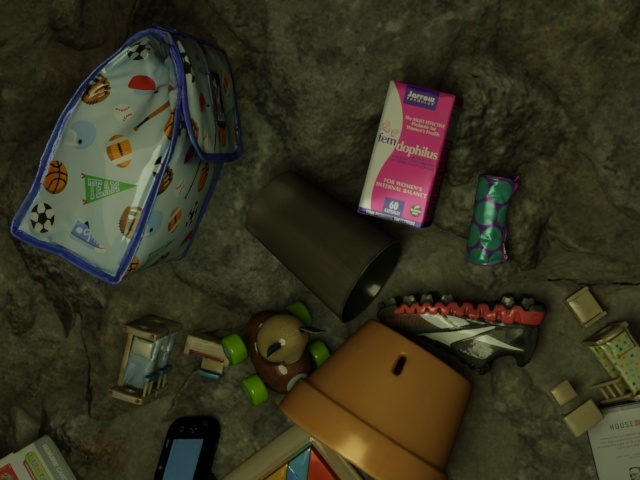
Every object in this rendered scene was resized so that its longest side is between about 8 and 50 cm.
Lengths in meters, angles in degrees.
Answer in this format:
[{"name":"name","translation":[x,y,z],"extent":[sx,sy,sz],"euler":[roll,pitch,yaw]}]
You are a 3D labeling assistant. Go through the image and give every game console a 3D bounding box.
[{"name":"game console","translation":[-0.268,0.464,1.719],"extent":[0.213,0.044,0.361],"euler":[0,53,18]}]

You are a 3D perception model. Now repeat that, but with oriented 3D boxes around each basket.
[{"name":"basket","translation":[0.000,0.000,1.663],"extent":[0.227,0.204,0.154],"euler":[39,68,15]}]

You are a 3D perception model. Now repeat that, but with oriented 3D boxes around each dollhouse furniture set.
[{"name":"dollhouse furniture set","translation":[-0.250,0.221,1.758],"extent":[0.184,0.129,0.129],"euler":[15,98,12]},{"name":"dollhouse furniture set","translation":[0.414,0.189,1.585],"extent":[0.161,0.101,0.182],"euler":[-35,85,-4]}]

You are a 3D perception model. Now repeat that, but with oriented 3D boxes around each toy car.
[{"name":"toy car","translation":[-0.055,0.177,1.650],"extent":[0.155,0.188,0.149],"euler":[-26,88,-19]}]

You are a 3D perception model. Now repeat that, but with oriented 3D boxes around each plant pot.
[{"name":"plant pot","translation":[0.109,0.262,1.613],"extent":[0.291,0.291,0.203],"euler":[33,85,9]}]

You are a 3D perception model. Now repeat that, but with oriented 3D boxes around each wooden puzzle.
[{"name":"wooden puzzle","translation":[-0.029,0.459,1.767],"extent":[0.221,0.044,0.238],"euler":[-39,85,14]}]

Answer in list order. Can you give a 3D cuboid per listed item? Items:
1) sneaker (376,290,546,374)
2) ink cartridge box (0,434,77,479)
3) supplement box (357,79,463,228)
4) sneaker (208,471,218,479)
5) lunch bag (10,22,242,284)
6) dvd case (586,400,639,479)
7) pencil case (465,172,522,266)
[{"name":"sneaker","translation":[0.226,0.152,1.652],"extent":[0.276,0.097,0.135],"euler":[2,93,12]},{"name":"ink cartridge box","translation":[-0.519,0.548,1.784],"extent":[0.272,0.130,0.309],"euler":[-30,66,-18]},{"name":"supplement box","translation":[0.147,-0.139,1.642],"extent":[0.111,0.114,0.220],"euler":[15,96,13]},{"name":"sneaker","translation":[-0.204,0.474,1.804],"extent":[0.075,0.057,0.161],"euler":[-36,89,8]},{"name":"lunch bag","translation":[-0.273,-0.149,1.632],"extent":[0.239,0.328,0.385],"euler":[24,98,6]},{"name":"dvd case","translation":[0.539,0.373,1.630],"extent":[0.179,0.029,0.238],"euler":[-13,91,14]},{"name":"pencil case","translation":[0.280,-0.034,1.642],"extent":[0.070,0.064,0.151],"euler":[10,98,29]}]
